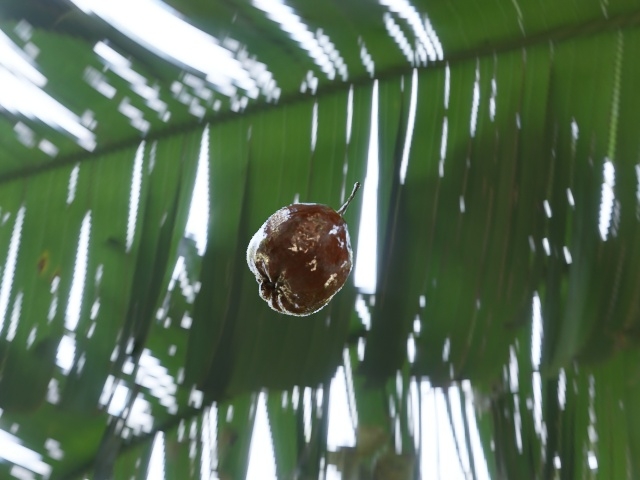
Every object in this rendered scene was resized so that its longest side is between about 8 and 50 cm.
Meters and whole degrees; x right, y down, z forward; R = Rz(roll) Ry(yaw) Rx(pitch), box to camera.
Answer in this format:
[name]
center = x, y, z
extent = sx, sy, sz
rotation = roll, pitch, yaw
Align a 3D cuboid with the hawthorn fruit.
[hawthorn fruit]
center = 0.000, 0.000, 1.269
extent = 0.103, 0.067, 0.067
rotation = -41, -75, -27
